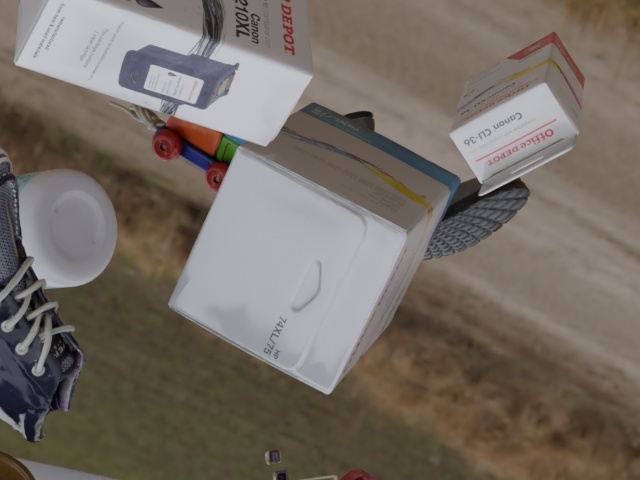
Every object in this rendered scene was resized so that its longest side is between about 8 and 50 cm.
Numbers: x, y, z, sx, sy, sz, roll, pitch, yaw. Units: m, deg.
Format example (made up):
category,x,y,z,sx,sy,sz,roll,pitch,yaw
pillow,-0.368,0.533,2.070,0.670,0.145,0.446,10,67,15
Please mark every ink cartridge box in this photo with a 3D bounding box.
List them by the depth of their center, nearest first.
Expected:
category,x,y,z,sx,sy,sz,roll,pitch,yaw
ink cartridge box,-0.132,-0.200,1.451,0.237,0.172,0.100,17,133,-23
ink cartridge box,0.200,-0.129,1.708,0.115,0.198,0.067,-29,107,22
ink cartridge box,0.000,0.000,1.800,0.197,0.198,0.270,28,-161,8

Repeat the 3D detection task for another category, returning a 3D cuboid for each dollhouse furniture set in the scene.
category,x,y,z,sx,sy,sz,roll,pitch,yaw
dollhouse furniture set,-0.021,0.368,2.623,0.114,0.091,0.081,-4,179,-19

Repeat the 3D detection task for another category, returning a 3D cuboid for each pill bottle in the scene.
category,x,y,z,sx,sy,sz,roll,pitch,yaw
pill bottle,-0.391,-0.008,2.126,0.264,0.146,0.146,-6,147,42

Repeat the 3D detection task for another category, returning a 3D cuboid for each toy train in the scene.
category,x,y,z,sx,sy,sz,roll,pitch,yaw
toy train,-0.162,-0.177,2.170,0.248,0.143,0.105,32,-150,18

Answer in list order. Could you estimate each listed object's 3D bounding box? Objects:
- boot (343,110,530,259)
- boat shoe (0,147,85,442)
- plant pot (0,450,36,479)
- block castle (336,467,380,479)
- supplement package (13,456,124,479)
category,x,y,z,sx,sy,sz,roll,pitch,yaw
boot,0.085,-0.076,2.159,0.338,0.223,0.118,-25,157,20
boat shoe,-0.296,0.056,1.632,0.158,0.127,0.340,29,141,10
plant pot,-0.359,0.331,1.724,0.237,0.237,0.254,23,136,0
block castle,0.137,0.514,2.045,0.213,0.303,0.453,-31,122,32
supplement package,-0.366,0.406,2.196,0.261,0.204,0.145,14,156,-13
